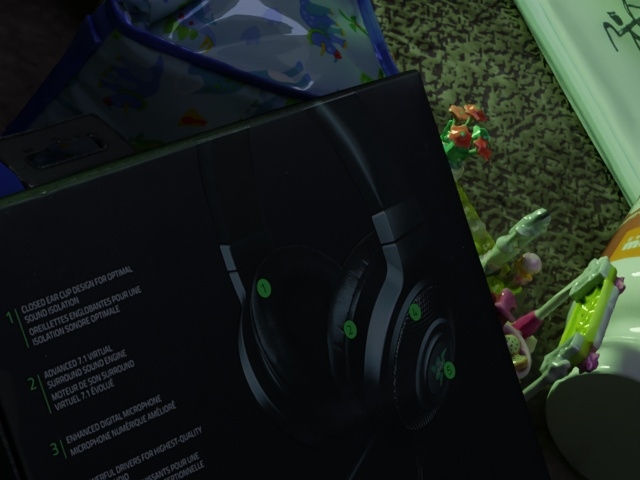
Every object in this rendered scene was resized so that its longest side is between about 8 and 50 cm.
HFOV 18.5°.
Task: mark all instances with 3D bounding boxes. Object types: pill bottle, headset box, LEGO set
[{"bbox_3d":[0.202,0.033,1.027,0.121,0.121,0.216,42,50,-4],"label":"pill bottle"},{"bbox_3d":[-0.044,0.090,0.696,0.246,0.131,0.283,-24,97,-48],"label":"headset box"},{"bbox_3d":[0.075,0.005,0.963,0.132,0.107,0.287,24,45,-24],"label":"LEGO set"}]

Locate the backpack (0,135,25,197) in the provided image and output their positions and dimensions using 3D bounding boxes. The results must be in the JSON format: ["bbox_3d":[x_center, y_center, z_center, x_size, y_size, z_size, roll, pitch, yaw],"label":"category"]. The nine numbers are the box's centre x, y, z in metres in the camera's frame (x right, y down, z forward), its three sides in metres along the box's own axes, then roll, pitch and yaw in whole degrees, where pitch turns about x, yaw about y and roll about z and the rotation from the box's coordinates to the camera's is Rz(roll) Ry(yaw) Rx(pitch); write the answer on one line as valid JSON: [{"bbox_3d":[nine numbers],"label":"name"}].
[{"bbox_3d":[-0.174,0.000,0.760,0.120,0.101,0.098,-20,65,-45],"label":"backpack"}]

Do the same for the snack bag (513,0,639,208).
[{"bbox_3d":[0.288,-0.066,1.262,0.342,0.037,0.323,-6,62,-43],"label":"snack bag"}]

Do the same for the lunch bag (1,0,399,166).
[{"bbox_3d":[-0.060,-0.064,0.887,0.151,0.129,0.096,-1,59,-39],"label":"lunch bag"}]
